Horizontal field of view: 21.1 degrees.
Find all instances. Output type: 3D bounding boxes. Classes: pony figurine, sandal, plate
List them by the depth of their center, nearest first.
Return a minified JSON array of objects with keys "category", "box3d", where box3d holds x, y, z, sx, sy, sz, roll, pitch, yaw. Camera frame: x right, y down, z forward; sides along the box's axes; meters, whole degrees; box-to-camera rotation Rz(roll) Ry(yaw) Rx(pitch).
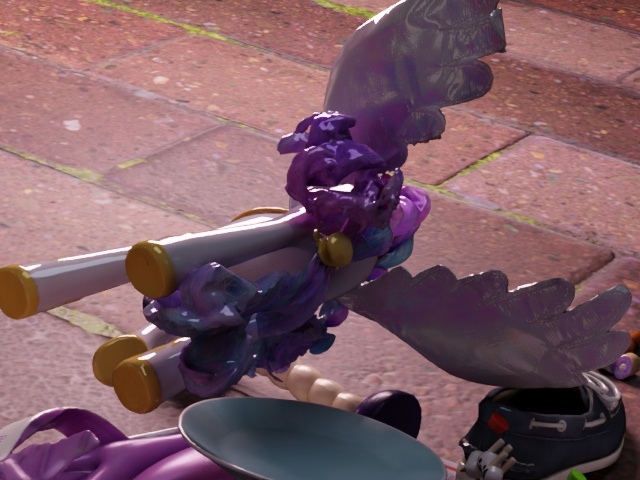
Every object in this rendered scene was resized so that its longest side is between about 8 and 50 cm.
[{"category":"plate","box3d":[-0.007,0.149,1.176,0.188,0.024,0.188,11,11,-2]},{"category":"sandal","box3d":[-0.164,0.165,1.181,0.416,0.102,0.169,-11,29,-37]},{"category":"pony figurine","box3d":[0.000,0.000,1.237,0.363,0.302,0.351,-22,8,-38]}]

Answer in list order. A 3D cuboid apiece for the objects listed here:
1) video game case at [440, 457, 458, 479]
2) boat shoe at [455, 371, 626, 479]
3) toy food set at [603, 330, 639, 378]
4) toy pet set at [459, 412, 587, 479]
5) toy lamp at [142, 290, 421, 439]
[{"category":"video game case","box3d":[0.086,0.240,1.174,0.204,0.025,0.285,18,26,23]},{"category":"boat shoe","box3d":[0.180,0.132,1.341,0.095,0.079,0.254,20,17,30]},{"category":"toy food set","box3d":[0.280,0.098,1.542,0.122,0.019,0.078,-3,26,-20]},{"category":"toy pet set","box3d":[0.148,0.199,1.192,0.122,0.065,0.114,36,20,-15]},{"category":"toy lamp","box3d":[-0.042,0.097,1.395,0.080,0.080,0.275,-18,33,-42]}]
